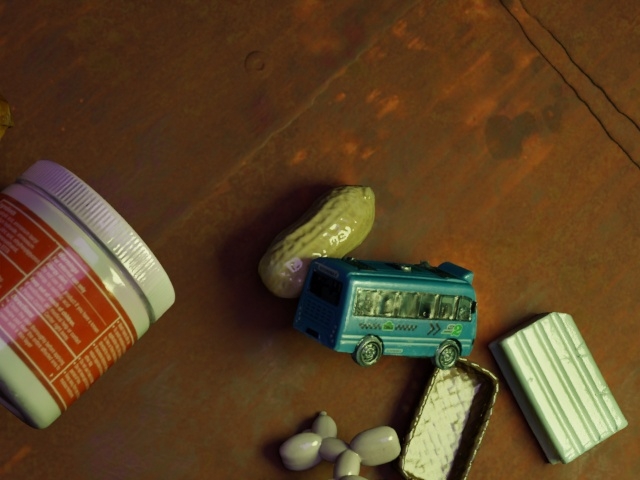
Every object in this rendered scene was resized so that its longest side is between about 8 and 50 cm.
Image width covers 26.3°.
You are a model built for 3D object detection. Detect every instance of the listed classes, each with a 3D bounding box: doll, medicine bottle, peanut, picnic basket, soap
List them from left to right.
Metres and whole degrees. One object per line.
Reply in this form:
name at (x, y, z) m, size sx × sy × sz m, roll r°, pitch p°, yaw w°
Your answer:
medicine bottle at (-0.348, 0.068, 1.690) m, size 0.241 × 0.252 × 0.252 m, roll -44°, pitch 95°, yaw -18°
peanut at (0.000, 0.000, 1.884) m, size 0.090 × 0.098 × 0.214 m, roll 38°, pitch 66°, yaw 20°
doll at (0.022, 0.295, 1.830) m, size 0.160 × 0.059 × 0.161 m, roll -1°, pitch 45°, yaw 20°
picnic basket at (0.173, 0.259, 1.918) m, size 0.110 × 0.055 × 0.193 m, roll 27°, pitch 74°, yaw -12°
soap at (0.340, 0.208, 1.969) m, size 0.119 × 0.066 × 0.198 m, roll -27°, pitch 90°, yaw -20°

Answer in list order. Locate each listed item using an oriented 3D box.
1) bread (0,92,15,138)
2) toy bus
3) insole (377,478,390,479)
bread at (-0.522, -0.154, 1.654) m, size 0.312 × 0.312 × 0.172 m, roll 18°, pitch 89°, yaw -13°
toy bus at (0.095, 0.094, 1.846) m, size 0.246 × 0.113 × 0.134 m, roll 5°, pitch 102°, yaw -35°
insole at (0.050, 0.485, 1.872) m, size 0.111 × 0.007 × 0.327 m, roll 20°, pitch 76°, yaw -11°
